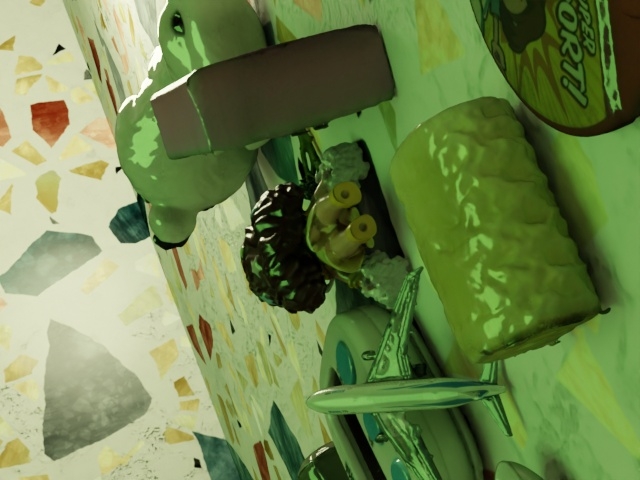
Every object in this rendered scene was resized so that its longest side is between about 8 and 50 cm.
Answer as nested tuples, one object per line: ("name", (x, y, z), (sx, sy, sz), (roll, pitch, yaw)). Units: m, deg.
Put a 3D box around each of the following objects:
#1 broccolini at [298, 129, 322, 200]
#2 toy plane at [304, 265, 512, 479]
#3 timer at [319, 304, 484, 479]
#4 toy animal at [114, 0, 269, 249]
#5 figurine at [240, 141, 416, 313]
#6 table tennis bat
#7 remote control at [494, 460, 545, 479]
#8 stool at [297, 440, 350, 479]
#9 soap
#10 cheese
("broccolini", (-0.024, -0.115, 1.305), (0.194, 0.054, 0.052), (65, -178, 33))
("toy plane", (0.075, 0.140, 1.038), (0.226, 0.058, 0.226), (-11, 87, 48))
("timer", (0.081, 0.205, 1.197), (0.237, 0.087, 0.262), (95, 153, -54))
("toy animal", (-0.152, -0.170, 1.456), (0.357, 0.194, 0.258), (125, 137, -62))
("figurine", (-0.001, 0.001, 1.155), (0.240, 0.116, 0.175), (-31, 76, 56))
("table tennis bat", (0.151, -0.148, 0.643), (0.310, 0.038, 0.200), (-134, 29, -66))
("remote control", (0.208, 0.255, 0.886), (0.229, 0.044, 0.073), (46, 146, 42))
("stool", (0.030, 0.322, 1.515), (0.110, 0.096, 0.096), (58, 161, 26))
("soap", (-0.056, -0.139, 1.117), (0.259, 0.181, 0.081), (-167, 60, -74))
("cheese", (0.118, -0.003, 0.806), (0.123, 0.094, 0.167), (113, 137, -71))
